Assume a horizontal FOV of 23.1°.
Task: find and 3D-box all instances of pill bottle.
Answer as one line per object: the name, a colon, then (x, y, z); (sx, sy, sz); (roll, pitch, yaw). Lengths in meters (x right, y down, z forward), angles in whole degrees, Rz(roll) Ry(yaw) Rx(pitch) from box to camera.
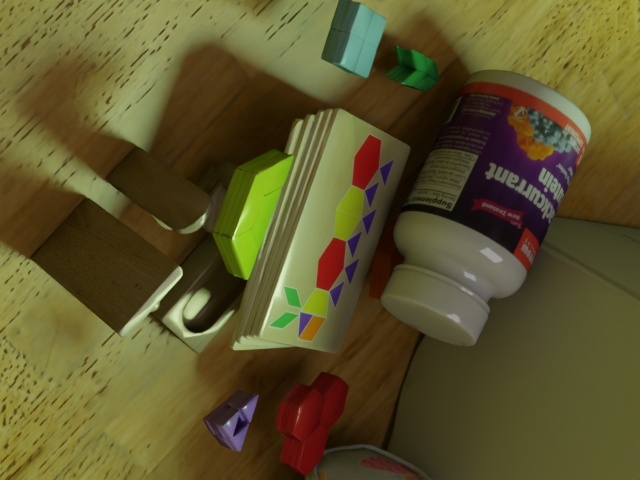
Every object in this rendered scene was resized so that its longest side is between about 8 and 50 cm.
pill bottle: (0.121, -0.023, 1.193); (0.108, 0.108, 0.193); (40, 71, -42)

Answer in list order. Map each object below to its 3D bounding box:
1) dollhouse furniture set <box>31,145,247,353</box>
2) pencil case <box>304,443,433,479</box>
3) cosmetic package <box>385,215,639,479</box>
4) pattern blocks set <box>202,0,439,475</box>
dollhouse furniture set: (-0.077, 0.023, 1.078); (0.144, 0.123, 0.151); (-49, 132, -8)
pencil case: (0.011, 0.301, 1.271); (0.113, 0.124, 0.273); (14, 111, -4)
cosmetic package: (0.308, 0.191, 1.324); (0.393, 0.327, 0.329); (6, 108, -38)
pattern blocks set: (0.000, 0.000, 1.132); (0.325, 0.026, 0.285); (-67, 153, -7)
